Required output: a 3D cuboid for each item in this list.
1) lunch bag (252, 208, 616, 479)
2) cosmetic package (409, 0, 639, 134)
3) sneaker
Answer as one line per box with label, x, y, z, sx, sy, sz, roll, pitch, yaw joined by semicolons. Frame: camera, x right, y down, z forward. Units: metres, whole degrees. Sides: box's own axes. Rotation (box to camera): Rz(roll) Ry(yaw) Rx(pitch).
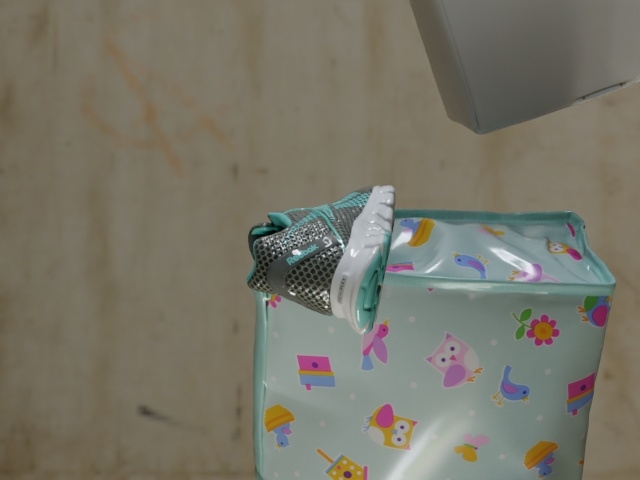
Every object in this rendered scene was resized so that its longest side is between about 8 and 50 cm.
lunch bag;0.074;0.093;1.238;0.160;0.262;0.223;-101;13;-63
cosmetic package;0.154;-0.300;1.280;0.156;0.217;0.385;-121;14;-76
sneaker;0.000;0.000;0.859;0.166;0.076;0.065;-64;-15;-80
